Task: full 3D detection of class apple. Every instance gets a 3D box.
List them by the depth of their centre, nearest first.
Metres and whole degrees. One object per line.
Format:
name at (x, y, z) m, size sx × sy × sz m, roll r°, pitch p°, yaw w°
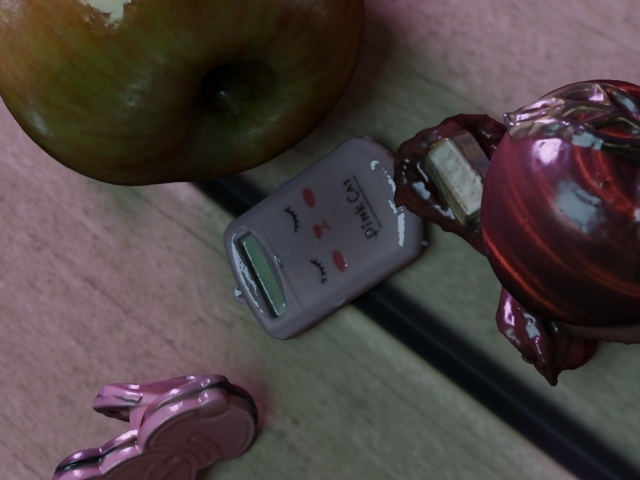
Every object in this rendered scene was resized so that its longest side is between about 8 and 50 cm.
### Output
apple at (-0.109, -0.169, 1.088) m, size 0.264 × 0.264 × 0.264 m, roll 1°, pitch 91°, yaw 32°

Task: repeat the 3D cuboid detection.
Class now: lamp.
lamp at (0.150, -0.022, 0.988) m, size 0.223 × 0.151 × 0.215 m, roll -40°, pitch 67°, yaw 29°

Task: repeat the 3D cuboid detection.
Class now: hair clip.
hair clip at (-0.115, 0.157, 1.187) m, size 0.138 × 0.123 × 0.102 m, roll -10°, pitch 65°, yaw 36°

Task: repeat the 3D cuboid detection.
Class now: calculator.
calculator at (0.000, 0.000, 1.152) m, size 0.175 × 0.032 × 0.100 m, roll -34°, pitch 73°, yaw 29°
